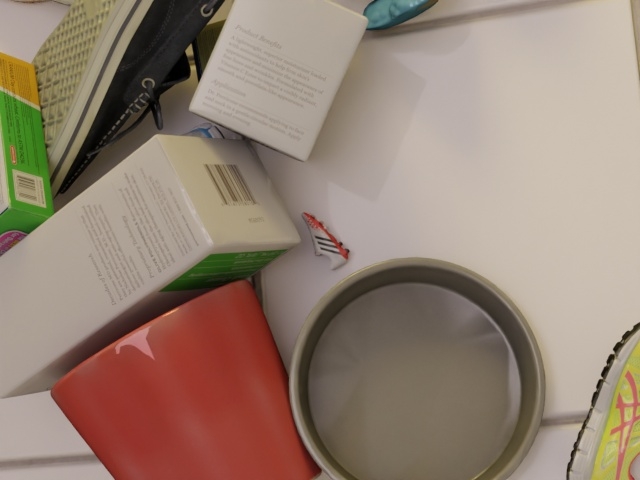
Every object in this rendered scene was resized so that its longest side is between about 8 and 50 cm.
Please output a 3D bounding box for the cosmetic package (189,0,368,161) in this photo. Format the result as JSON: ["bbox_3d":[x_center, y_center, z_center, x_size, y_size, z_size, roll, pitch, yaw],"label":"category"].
[{"bbox_3d":[-0.052,-0.206,1.571,0.151,0.151,0.184,25,92,-5],"label":"cosmetic package"}]

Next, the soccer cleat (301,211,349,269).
[{"bbox_3d":[0.000,0.000,1.641,0.035,0.029,0.083,-44,77,3],"label":"soccer cleat"}]

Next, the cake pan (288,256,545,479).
[{"bbox_3d":[0.109,0.167,1.528,0.293,0.054,0.293,0,76,-1],"label":"cake pan"}]

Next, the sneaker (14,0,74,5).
[{"bbox_3d":[-0.366,-0.371,1.751,0.296,0.131,0.112,14,89,20],"label":"sneaker"}]

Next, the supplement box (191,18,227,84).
[{"bbox_3d":[-0.113,-0.234,1.691,0.083,0.056,0.083,-14,79,15],"label":"supplement box"}]

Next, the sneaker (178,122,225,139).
[{"bbox_3d":[-0.204,-0.086,1.658,0.190,0.083,0.071,-35,83,42],"label":"sneaker"}]

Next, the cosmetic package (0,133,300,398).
[{"bbox_3d":[-0.233,0.032,1.579,0.365,0.197,0.155,-36,75,28],"label":"cosmetic package"}]

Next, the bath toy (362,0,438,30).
[{"bbox_3d":[0.025,-0.423,1.592,0.151,0.129,0.348,-33,91,13],"label":"bath toy"}]

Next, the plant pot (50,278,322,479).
[{"bbox_3d":[-0.139,0.214,1.548,0.275,0.275,0.243,-32,84,11],"label":"plant pot"}]

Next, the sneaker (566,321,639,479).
[{"bbox_3d":[0.350,0.190,1.486,0.094,0.081,0.209,20,96,12],"label":"sneaker"}]

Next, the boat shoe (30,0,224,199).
[{"bbox_3d":[-0.243,-0.224,1.642,0.500,0.156,0.187,-54,42,30],"label":"boat shoe"}]

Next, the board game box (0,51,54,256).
[{"bbox_3d":[-0.461,-0.051,1.676,0.316,0.064,0.242,-36,53,34],"label":"board game box"}]
